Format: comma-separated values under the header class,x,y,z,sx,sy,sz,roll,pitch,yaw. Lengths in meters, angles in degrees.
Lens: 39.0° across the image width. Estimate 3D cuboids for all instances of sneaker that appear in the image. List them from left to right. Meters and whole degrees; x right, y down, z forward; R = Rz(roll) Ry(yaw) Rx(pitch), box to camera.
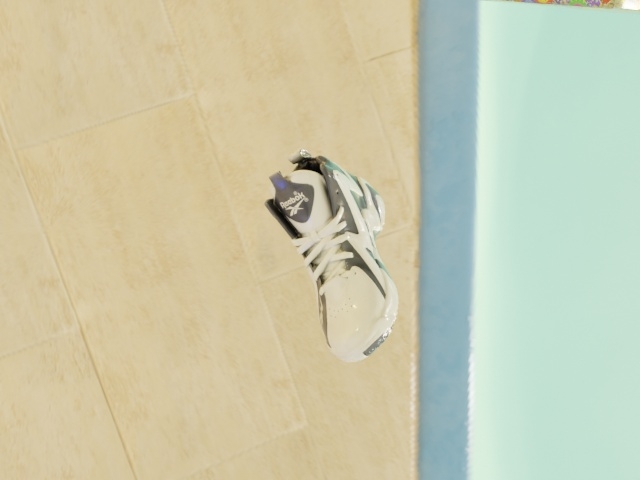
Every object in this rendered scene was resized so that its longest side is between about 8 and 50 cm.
class,x,y,z,sx,sy,sz,roll,pitch,yaw
sneaker,0.000,0.000,0.920,0.153,0.094,0.235,38,42,-35

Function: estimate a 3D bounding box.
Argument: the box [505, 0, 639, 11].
class,x,y,z,sx,sy,sz,roll,pitch,yaw
box,0.196,-0.347,0.761,0.177,0.279,0.290,-9,110,-42
